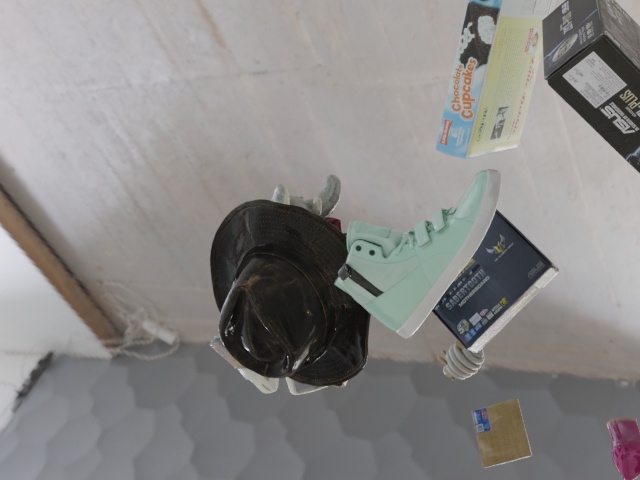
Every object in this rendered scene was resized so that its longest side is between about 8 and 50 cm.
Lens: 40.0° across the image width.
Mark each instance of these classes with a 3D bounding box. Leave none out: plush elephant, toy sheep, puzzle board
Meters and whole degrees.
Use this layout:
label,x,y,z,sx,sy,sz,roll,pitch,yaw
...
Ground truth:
label,x,y,z,sx,sy,sz,roll,pitch,yaw
plush elephant,0.000,0.000,1.651,0.255,0.330,0.272,60,159,-2
toy sheep,0.328,0.267,2.003,0.091,0.091,0.132,35,123,-9
puzzle board,0.354,0.378,1.723,0.096,0.128,0.011,-20,135,15

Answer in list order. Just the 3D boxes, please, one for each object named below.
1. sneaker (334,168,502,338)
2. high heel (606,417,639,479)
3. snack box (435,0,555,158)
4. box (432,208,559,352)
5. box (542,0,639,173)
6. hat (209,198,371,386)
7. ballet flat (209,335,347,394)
label,x,y,z,sx,sy,sz,roll,pitch,yaw
sneaker,0.120,-0.009,1.148,0.151,0.094,0.256,32,104,-2
high heel,0.631,0.375,1.550,0.244,0.117,0.082,7,138,-10
snack box,0.274,-0.291,1.327,0.060,0.187,0.322,23,113,32
box,0.317,0.074,1.713,0.183,0.232,0.059,51,-167,33
box,0.332,-0.177,0.968,0.180,0.147,0.077,38,127,-18
hat,-0.079,0.108,1.332,0.331,0.134,0.331,18,124,28
ballet flat,-0.069,0.246,1.714,0.316,0.106,0.107,8,167,-30
